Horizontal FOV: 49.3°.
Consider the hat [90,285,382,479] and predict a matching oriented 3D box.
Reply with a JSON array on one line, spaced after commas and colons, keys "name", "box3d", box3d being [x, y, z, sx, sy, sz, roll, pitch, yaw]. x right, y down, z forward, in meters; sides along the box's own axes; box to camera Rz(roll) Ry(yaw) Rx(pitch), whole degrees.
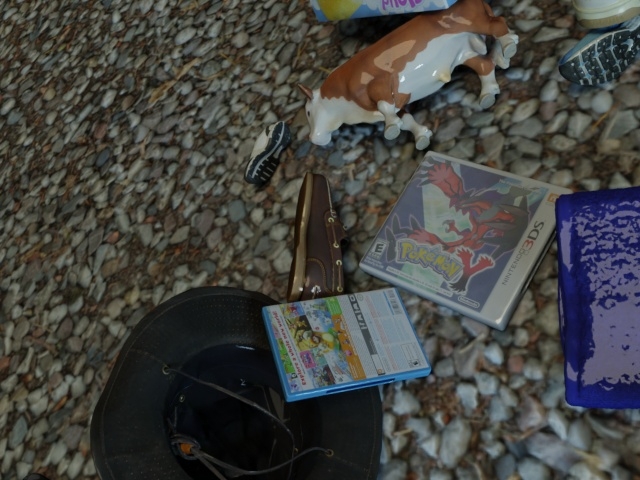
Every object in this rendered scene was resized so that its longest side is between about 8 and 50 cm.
[{"name": "hat", "box3d": [-0.090, 0.215, 0.762, 0.134, 0.331, 0.331, 114, 146, -42]}]

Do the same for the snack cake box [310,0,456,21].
[{"name": "snack cake box", "box3d": [0.113, -0.399, 1.008, 0.152, 0.089, 0.264, -42, 33, -26]}]

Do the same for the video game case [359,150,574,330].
[{"name": "video game case", "box3d": [0.170, -0.009, 0.837, 0.201, 0.023, 0.183, 22, 74, 37]}]

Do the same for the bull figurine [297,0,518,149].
[{"name": "bull figurine", "box3d": [0.116, -0.220, 0.949, 0.310, 0.101, 0.188, -37, 53, 6]}]

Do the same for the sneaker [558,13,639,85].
[{"name": "sneaker", "box3d": [0.359, -0.252, 0.866, 0.162, 0.063, 0.073, -35, 39, -5]}]

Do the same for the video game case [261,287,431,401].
[{"name": "video game case", "box3d": [0.028, 0.113, 0.788, 0.166, 0.015, 0.119, -7, 50, -17]}]

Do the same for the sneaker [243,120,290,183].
[{"name": "sneaker", "box3d": [-0.085, -0.130, 1.053, 0.044, 0.040, 0.109, 6, 60, 50]}]

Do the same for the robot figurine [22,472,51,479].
[{"name": "robot figurine", "box3d": [-0.421, 0.381, 0.838, 0.278, 0.173, 0.209, 10, 70, 34]}]

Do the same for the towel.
[{"name": "towel", "box3d": [0.384, 0.048, 0.656, 0.308, 0.076, 0.227, -6, 66, 26]}]

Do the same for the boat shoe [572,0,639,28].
[{"name": "boat shoe", "box3d": [0.359, -0.389, 0.887, 0.109, 0.098, 0.302, -9, 42, 30]}]

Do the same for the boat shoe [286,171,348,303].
[{"name": "boat shoe", "box3d": [0.000, 0.000, 0.904, 0.073, 0.073, 0.207, 9, 55, -8]}]
